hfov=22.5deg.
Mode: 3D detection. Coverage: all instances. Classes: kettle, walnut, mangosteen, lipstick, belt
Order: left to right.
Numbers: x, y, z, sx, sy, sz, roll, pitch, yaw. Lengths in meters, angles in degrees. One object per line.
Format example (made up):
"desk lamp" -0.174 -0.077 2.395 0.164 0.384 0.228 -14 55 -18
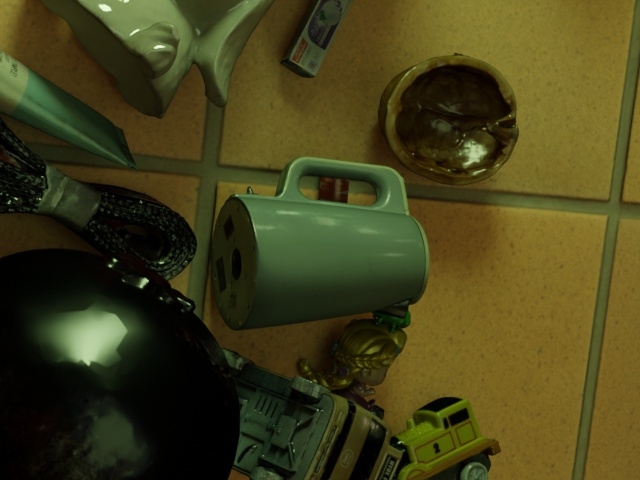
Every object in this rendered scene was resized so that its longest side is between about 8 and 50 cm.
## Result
"mangosteen" -0.290 0.219 1.717 0.382 0.382 0.435 31 94 -32
"belt" -0.300 -0.050 1.824 0.360 0.094 0.126 23 84 -33
"kettle" 0.000 0.000 1.976 0.243 0.160 0.210 -2 71 -24
"lipstick" 0.014 -0.025 2.057 0.038 0.038 0.130 0 98 -32
"walnut" 0.154 -0.163 2.093 0.211 0.087 0.167 13 97 -31

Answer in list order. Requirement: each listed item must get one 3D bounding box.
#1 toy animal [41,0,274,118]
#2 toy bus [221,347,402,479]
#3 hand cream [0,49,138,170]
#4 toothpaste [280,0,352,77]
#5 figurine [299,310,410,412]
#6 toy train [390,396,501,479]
"toy animal" -0.151 -0.297 1.814 0.265 0.206 0.271 -45 116 -14
"toy bus" -0.043 0.231 1.915 0.157 0.289 0.139 29 79 -35
"hand cream" -0.342 -0.167 1.789 0.312 0.111 0.070 30 105 -28
"toothpaste" 0.011 -0.299 2.011 0.047 0.040 0.196 30 81 -28
"figurine" 0.045 0.141 2.078 0.115 0.095 0.156 25 103 -12
"toy train" 0.146 0.291 2.166 0.219 0.089 0.127 -22 98 -27
